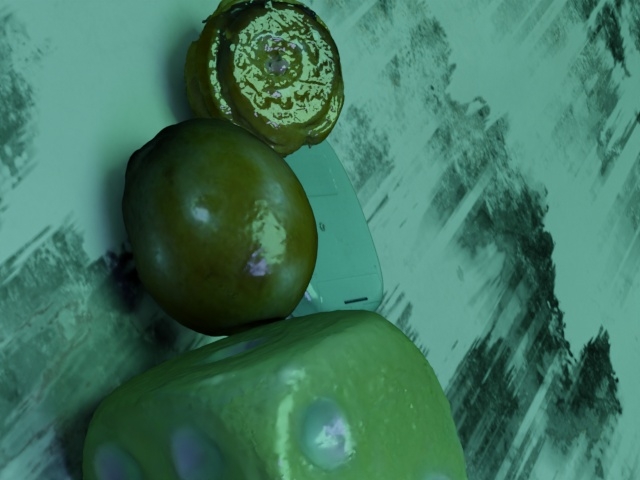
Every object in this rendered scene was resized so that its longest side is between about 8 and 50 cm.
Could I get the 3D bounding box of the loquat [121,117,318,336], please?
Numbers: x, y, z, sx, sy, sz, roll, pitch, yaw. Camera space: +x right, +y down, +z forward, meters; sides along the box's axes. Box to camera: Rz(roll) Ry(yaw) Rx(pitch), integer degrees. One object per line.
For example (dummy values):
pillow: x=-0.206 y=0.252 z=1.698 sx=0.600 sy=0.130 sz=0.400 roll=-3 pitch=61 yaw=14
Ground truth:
loquat: x=-0.097 y=-0.016 z=1.596 sx=0.179 sy=0.179 sz=0.227 roll=9 pitch=56 yaw=-53

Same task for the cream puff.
cream puff: x=-0.067 y=-0.174 z=1.763 sx=0.189 sy=0.129 sz=0.189 roll=8 pitch=72 yaw=-27

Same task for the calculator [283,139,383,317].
calculator: x=0.000 y=0.000 z=1.844 sx=0.184 sy=0.042 sz=0.295 roll=-7 pitch=78 yaw=-56

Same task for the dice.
dice: x=-0.036 y=0.210 z=1.453 sx=0.254 sy=0.252 sz=0.249 roll=-24 pitch=98 yaw=-46
